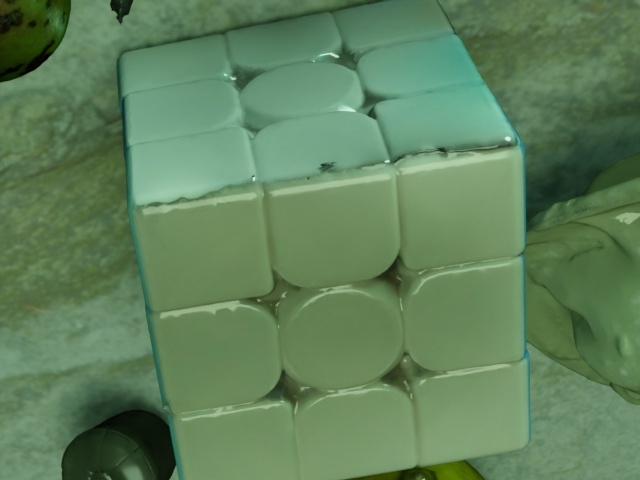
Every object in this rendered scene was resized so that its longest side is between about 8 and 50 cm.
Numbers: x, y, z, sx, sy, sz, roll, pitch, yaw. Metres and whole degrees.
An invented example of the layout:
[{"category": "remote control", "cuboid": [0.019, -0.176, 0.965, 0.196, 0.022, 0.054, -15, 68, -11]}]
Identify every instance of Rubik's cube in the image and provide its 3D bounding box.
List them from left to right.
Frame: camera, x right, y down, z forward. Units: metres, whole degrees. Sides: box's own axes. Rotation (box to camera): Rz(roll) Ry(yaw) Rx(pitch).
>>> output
[{"category": "Rubik's cube", "cuboid": [0.000, 0.000, 1.175, 0.291, 0.290, 0.291, -10, 122, -3]}]

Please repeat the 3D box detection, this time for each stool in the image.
[{"category": "stool", "cuboid": [-0.190, 0.215, 1.371, 0.096, 0.110, 0.096, 3, 101, 15]}]

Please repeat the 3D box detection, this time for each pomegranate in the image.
[{"category": "pomegranate", "cuboid": [-0.240, -0.212, 1.098, 0.220, 0.156, 0.156, -30, 120, 4]}]

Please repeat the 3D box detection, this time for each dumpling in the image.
[{"category": "dumpling", "cuboid": [0.326, 0.052, 1.341, 0.315, 0.233, 0.395, -7, 143, 32]}]

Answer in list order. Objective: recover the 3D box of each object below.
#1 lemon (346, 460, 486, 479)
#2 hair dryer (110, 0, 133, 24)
[{"category": "lemon", "cuboid": [0.069, 0.325, 1.407, 0.267, 0.267, 0.267, -4, 121, -6]}, {"category": "hair dryer", "cuboid": [-0.046, -0.301, 1.039, 0.304, 0.120, 0.359, 30, 84, -35]}]
